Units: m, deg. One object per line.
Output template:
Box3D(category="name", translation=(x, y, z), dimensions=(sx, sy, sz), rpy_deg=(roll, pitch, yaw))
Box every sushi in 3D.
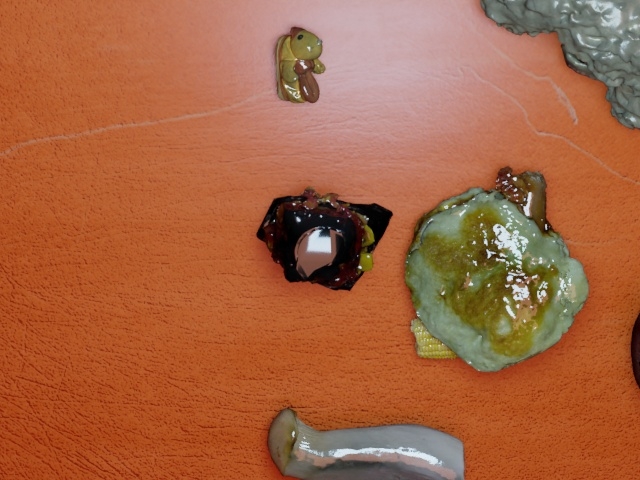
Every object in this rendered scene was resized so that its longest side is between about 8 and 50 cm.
Box3D(category="sushi", translation=(0.000, 0.000, 1.698), dimensions=(0.172, 0.150, 0.153), rpy_deg=(26, 101, -6))

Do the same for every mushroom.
Box3D(category="mushroom", translation=(0.075, 0.353, 1.793), dimensions=(0.328, 0.122, 0.159), rpy_deg=(12, 93, -2))

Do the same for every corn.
Box3D(category="corn", translation=(0.225, 0.142, 1.778), dimensions=(0.165, 0.063, 0.085), rpy_deg=(-10, 123, 4))

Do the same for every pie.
Box3D(category="pie", translation=(0.256, 0.050, 1.714), dimensions=(0.257, 0.105, 0.274), rpy_deg=(-24, 81, 11))

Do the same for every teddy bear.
Box3D(category="teddy bear", translation=(0.462, -0.383, 1.618), dimensions=(0.357, 0.224, 0.368), rpy_deg=(34, 85, -6))

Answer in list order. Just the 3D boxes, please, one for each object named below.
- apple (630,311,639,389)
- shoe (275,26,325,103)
Box3D(category="apple", translation=(0.576, 0.170, 1.713), dimensions=(0.234, 0.234, 0.234), rpy_deg=(0, 102, 0))
Box3D(category="shoe", translation=(-0.026, -0.254, 1.686), dimensions=(0.069, 0.072, 0.109), rpy_deg=(21, 99, 35))
